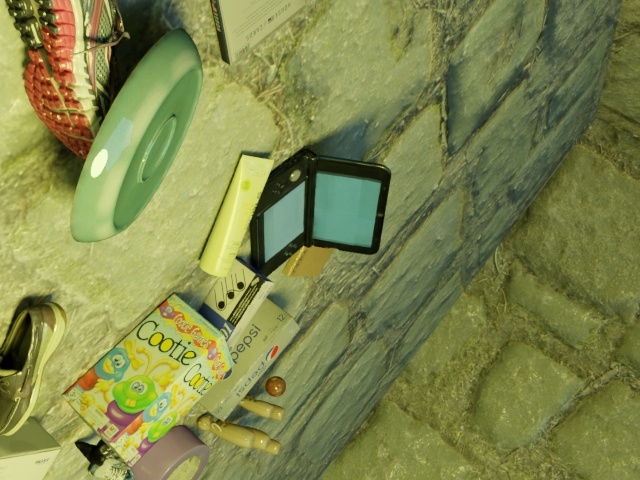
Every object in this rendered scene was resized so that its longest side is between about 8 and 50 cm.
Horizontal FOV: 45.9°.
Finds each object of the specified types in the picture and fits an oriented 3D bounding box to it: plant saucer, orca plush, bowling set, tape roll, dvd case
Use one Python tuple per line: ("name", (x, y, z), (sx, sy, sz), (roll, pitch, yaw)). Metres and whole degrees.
("plant saucer", (-0.235, -0.130, 1.020), (0.317, 0.044, 0.317), (-62, -178, 5))
("orca plush", (-0.370, 0.328, 1.536), (0.287, 0.102, 0.151), (-30, -168, -27))
("bowling set", (-0.181, 0.439, 1.970), (0.287, 0.154, 0.199), (59, 49, -63))
("tape roll", (-0.359, 0.540, 1.798), (0.189, 0.080, 0.189), (-42, 152, -28))
("dvd case", (-0.095, -0.399, 1.116), (0.179, 0.030, 0.238), (-44, 155, -24))

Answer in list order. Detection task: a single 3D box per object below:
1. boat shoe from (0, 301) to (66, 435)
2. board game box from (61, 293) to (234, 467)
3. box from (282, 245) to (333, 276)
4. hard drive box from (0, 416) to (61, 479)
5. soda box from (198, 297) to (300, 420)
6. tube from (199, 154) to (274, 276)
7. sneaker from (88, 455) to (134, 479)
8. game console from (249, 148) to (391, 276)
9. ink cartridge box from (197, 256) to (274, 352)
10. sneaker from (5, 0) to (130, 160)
("boat shoe", (-0.465, 0.194, 1.148), (0.073, 0.080, 0.223), (16, 102, -60))
("board game box", (-0.317, 0.263, 1.430), (0.275, 0.142, 0.144), (-45, 155, -23))
("box", (0.000, 0.000, 1.836), (0.201, 0.021, 0.164), (-61, 156, 12))
("hard drive box", (-0.563, 0.413, 1.229), (0.232, 0.089, 0.181), (-57, 157, 5))
("soda box", (-0.179, 0.274, 1.763), (0.286, 0.098, 0.091), (-50, 155, -12))
("tube", (-0.161, -0.048, 1.427), (0.070, 0.062, 0.240), (-103, -145, -74))
("sneaker", (-0.438, 0.490, 1.608), (0.052, 0.058, 0.135), (-54, 156, -3))
("game console", (-0.005, -0.032, 1.595), (0.250, 0.173, 0.293), (-41, 152, -30))
("ink cartridge box", (-0.193, 0.146, 1.568), (0.207, 0.097, 0.046), (-57, 157, 5))
("sneaker", (-0.279, -0.215, 0.897), (0.112, 0.121, 0.299), (-40, 152, -36))
